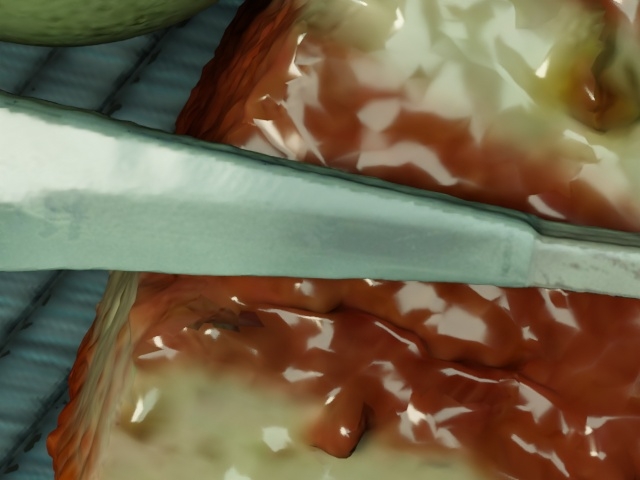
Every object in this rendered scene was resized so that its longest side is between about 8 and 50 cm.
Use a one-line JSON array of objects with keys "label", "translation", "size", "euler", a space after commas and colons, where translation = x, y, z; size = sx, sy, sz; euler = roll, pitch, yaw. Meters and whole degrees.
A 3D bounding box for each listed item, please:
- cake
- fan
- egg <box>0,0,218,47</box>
[{"label": "cake", "translation": [0.083, 0.004, 0.611], "size": [0.269, 0.270, 0.319], "euler": [28, 98, -9]}, {"label": "fan", "translation": [0.000, 0.000, 0.458], "size": [0.282, 0.023, 0.057], "euler": [9, 97, 2]}, {"label": "egg", "translation": [-0.064, -0.162, 0.508], "size": [0.177, 0.177, 0.228], "euler": [31, 119, -9]}]
